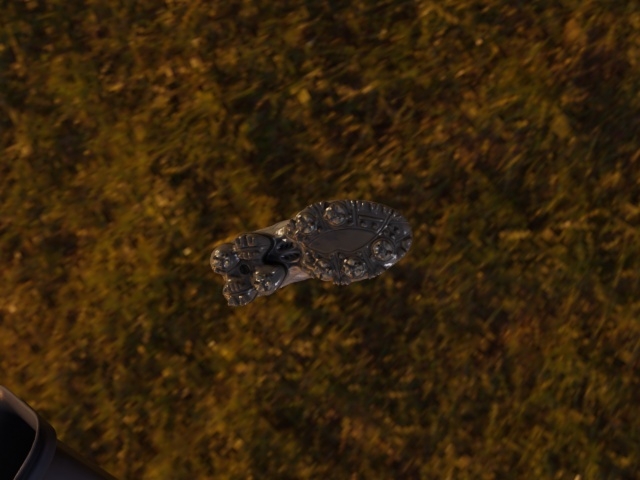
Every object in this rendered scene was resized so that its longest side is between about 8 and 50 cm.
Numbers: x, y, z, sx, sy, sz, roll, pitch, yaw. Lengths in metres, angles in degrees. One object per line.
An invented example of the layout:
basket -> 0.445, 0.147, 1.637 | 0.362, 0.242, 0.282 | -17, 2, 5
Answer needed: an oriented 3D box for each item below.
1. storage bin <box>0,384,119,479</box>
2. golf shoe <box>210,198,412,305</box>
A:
storage bin -> -0.150, 0.158, 0.730 | 0.091, 0.098, 0.135 | 34, 83, -32
golf shoe -> 0.000, 0.000, 1.163 | 0.176, 0.086, 0.069 | -11, 98, 27
